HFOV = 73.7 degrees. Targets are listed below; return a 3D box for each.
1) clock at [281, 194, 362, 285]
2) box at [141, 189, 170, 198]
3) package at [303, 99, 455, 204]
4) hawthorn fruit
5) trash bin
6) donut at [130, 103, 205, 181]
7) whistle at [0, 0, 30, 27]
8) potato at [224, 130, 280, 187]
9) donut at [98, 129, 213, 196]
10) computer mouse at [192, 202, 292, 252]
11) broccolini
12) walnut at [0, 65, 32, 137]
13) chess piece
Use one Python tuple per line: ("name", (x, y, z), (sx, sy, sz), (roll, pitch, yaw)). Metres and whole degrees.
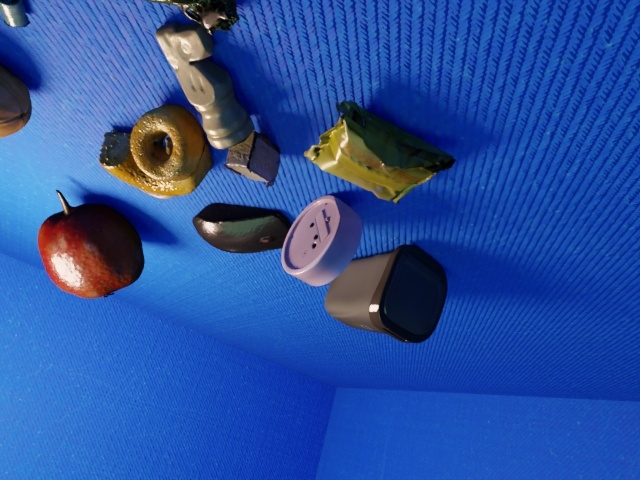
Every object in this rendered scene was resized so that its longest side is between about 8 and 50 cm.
("clock", (0.000, 0.000, 0.949), (0.068, 0.196, 0.197), (32, 149, -30))
("box", (-0.420, -0.149, 1.082), (0.106, 0.037, 0.105), (13, 153, 7))
("package", (0.094, -0.146, 0.738), (0.226, 0.090, 0.168), (23, 150, -18))
("hawthorn fruit", (-0.720, 0.002, 1.323), (0.285, 0.284, 0.368), (3, 130, 26))
("trash bin", (0.161, 0.142, 1.135), (0.220, 0.219, 0.250), (36, 154, -30))
("donut", (-0.299, -0.186, 0.824), (0.152, 0.058, 0.151), (5, 109, 14))
("whistle", (-0.475, -0.401, 0.630), (0.039, 0.039, 0.186), (22, 152, -11))
("potato", (-0.128, -0.156, 0.829), (0.061, 0.086, 0.122), (15, 177, 19))
("donut", (-0.349, -0.164, 0.961), (0.259, 0.101, 0.152), (5, 157, 15))
("computer mouse", (-0.214, -0.018, 1.160), (0.296, 0.087, 0.168), (4, 148, 20))
("broccolini", (-0.229, -0.348, 0.609), (0.255, 0.071, 0.057), (17, -172, 15))
("walnut", (-0.687, -0.285, 0.842), (0.197, 0.165, 0.165), (29, 152, -7))
("chess piece", (-0.189, -0.258, 0.708), (0.090, 0.090, 0.200), (2, 139, 26))
